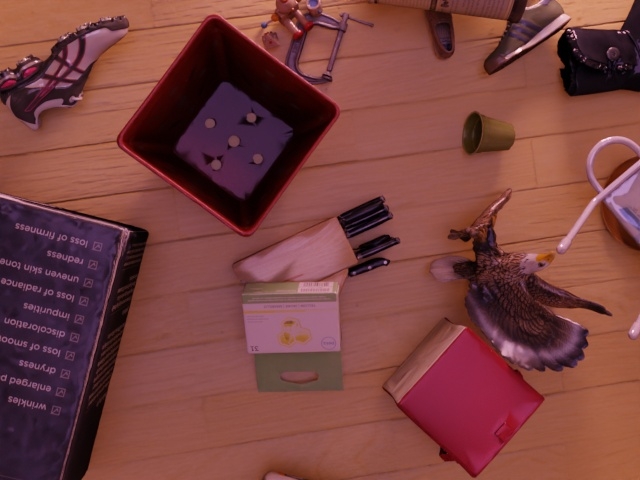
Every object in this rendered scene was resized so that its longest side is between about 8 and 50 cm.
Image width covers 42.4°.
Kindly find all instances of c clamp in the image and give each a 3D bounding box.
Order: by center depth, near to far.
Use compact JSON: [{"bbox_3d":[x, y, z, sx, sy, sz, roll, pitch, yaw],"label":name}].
[{"bbox_3d":[0.010,-0.364,1.558,0.137,0.022,0.161,23,89,-4],"label":"c clamp"}]

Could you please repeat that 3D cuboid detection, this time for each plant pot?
[{"bbox_3d":[-0.155,-0.185,1.442,0.267,0.236,0.267,36,87,-4],"label":"plant pot"},{"bbox_3d":[0.323,-0.200,1.561,0.079,0.083,0.083,3,91,-16],"label":"plant pot"}]

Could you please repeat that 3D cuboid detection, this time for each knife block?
[{"bbox_3d":[0.000,0.000,1.530,0.275,0.088,0.242,20,89,-4],"label":"knife block"}]

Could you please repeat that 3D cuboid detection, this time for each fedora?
[{"bbox_3d":[0.639,-0.075,1.580,0.194,0.079,0.194,0,90,-5],"label":"fedora"}]

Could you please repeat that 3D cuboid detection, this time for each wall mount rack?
[{"bbox_3d":[0.585,-0.009,1.479,0.304,0.130,0.350,-41,95,2],"label":"wall mount rack"}]

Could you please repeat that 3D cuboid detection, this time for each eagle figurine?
[{"bbox_3d":[0.361,0.081,1.488,0.226,0.225,0.298,-35,93,-4],"label":"eagle figurine"}]

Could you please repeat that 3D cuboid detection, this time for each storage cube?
[{"bbox_3d":[0.252,0.279,1.504,0.193,0.183,0.215,43,88,-3],"label":"storage cube"}]

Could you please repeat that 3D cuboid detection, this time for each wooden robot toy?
[{"bbox_3d":[-0.048,-0.427,1.516,0.173,0.079,0.076,-42,75,-2],"label":"wooden robot toy"}]

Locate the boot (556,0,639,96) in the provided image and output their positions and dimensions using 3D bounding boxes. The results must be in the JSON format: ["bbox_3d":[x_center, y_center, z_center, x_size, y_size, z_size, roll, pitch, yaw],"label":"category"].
[{"bbox_3d":[0.561,-0.396,1.561,0.207,0.094,0.247,0,97,-8],"label":"boot"}]

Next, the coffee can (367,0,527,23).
[{"bbox_3d":[0.233,-0.506,1.466,0.275,0.201,0.202,8,90,3],"label":"coffee can"}]

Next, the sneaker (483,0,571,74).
[{"bbox_3d":[0.376,-0.399,1.569,0.192,0.064,0.086,-34,85,-3],"label":"sneaker"}]

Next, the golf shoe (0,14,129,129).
[{"bbox_3d":[-0.453,-0.313,1.499,0.273,0.105,0.120,-30,109,2],"label":"golf shoe"}]

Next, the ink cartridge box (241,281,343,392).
[{"bbox_3d":[-0.046,0.188,1.493,0.171,0.056,0.235,-2,112,5],"label":"ink cartridge box"}]

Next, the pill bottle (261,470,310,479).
[{"bbox_3d":[0.012,0.531,1.501,0.278,0.162,0.162,17,90,-4],"label":"pill bottle"}]

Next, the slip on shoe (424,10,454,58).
[{"bbox_3d":[0.228,-0.414,1.564,0.051,0.041,0.135,-8,91,-4],"label":"slip on shoe"}]

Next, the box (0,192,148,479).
[{"bbox_3d":[-0.589,0.148,1.384,0.479,0.297,0.472,15,88,-5],"label":"box"}]
